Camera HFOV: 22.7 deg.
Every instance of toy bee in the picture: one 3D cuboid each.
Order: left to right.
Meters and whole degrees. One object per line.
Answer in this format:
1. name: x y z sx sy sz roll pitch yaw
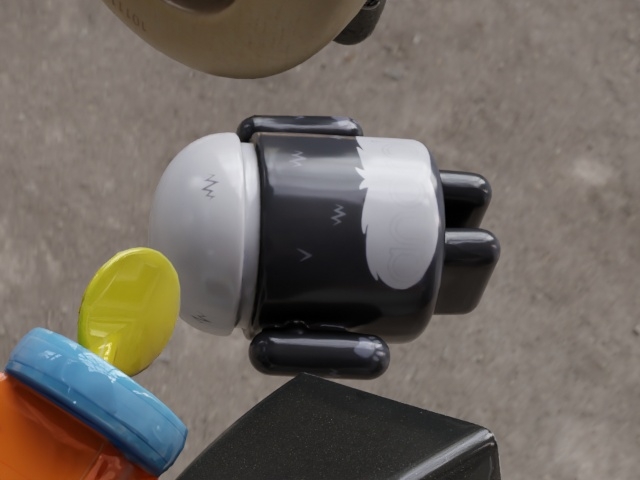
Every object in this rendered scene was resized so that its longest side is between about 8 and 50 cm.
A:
1. toy bee: -0.095 0.117 0.594 0.195 0.162 0.298 -36 69 -11

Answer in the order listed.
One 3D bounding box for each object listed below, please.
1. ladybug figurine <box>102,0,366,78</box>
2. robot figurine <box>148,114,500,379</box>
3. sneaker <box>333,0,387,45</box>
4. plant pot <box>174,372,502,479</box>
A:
1. ladybug figurine: -0.049 -0.279 0.888 0.305 0.449 0.162 43 63 13
2. robot figurine: -0.001 0.000 1.296 0.278 0.209 0.174 2 106 -10
3. sneaker: 0.023 -0.231 1.351 0.086 0.229 0.132 0 46 -1
4. plant pot: -0.005 0.212 1.010 0.167 0.188 0.187 -19 111 -37
